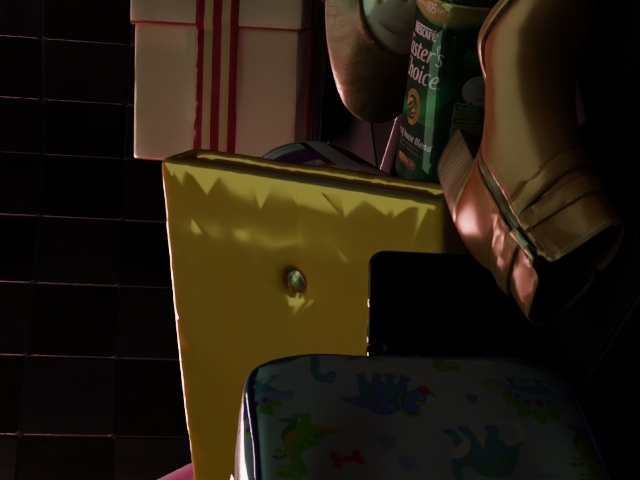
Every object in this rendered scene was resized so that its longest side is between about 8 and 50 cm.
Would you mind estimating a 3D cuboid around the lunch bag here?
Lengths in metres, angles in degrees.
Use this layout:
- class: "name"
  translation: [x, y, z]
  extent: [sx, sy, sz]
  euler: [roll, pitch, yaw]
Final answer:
- class: "lunch bag"
  translation: [0.057, 0.151, 0.728]
  extent: [0.176, 0.219, 0.090]
  euler: [-103, 17, -54]

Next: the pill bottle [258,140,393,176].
- class: "pill bottle"
  translation: [0.000, 0.000, 1.206]
  extent: [0.323, 0.181, 0.181]
  euler: [-132, 45, -77]

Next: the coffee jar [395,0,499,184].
- class: "coffee jar"
  translation: [0.107, -0.125, 0.919]
  extent: [0.096, 0.079, 0.184]
  euler: [-123, 37, -65]

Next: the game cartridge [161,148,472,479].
- class: "game cartridge"
  translation: [-0.002, 0.099, 0.990]
  extent: [0.285, 0.052, 0.324]
  euler: [11, 114, 38]

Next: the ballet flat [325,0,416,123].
- class: "ballet flat"
  translation: [0.079, -0.279, 1.117]
  extent: [0.124, 0.116, 0.342]
  euler: [8, 92, 61]

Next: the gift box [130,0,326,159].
- class: "gift box"
  translation: [-0.097, -0.245, 1.669]
  extent: [0.255, 0.276, 0.258]
  euler: [-72, -16, -77]

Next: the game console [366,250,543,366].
- class: "game console"
  translation: [0.087, 0.069, 0.859]
  extent: [0.107, 0.122, 0.071]
  euler: [103, 166, -49]

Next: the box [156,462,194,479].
- class: "box"
  translation: [-0.091, 0.389, 1.399]
  extent: [0.243, 0.117, 0.213]
  euler: [11, 119, 56]

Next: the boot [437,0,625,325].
- class: "boot"
  translation: [0.145, -0.059, 0.756]
  extent: [0.152, 0.073, 0.197]
  euler: [-114, 33, -46]
